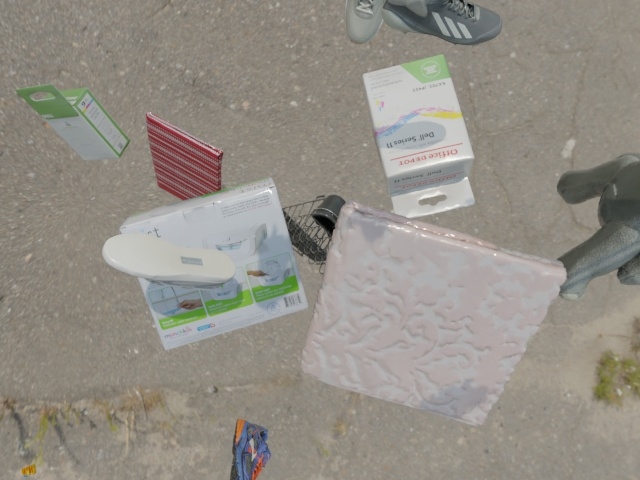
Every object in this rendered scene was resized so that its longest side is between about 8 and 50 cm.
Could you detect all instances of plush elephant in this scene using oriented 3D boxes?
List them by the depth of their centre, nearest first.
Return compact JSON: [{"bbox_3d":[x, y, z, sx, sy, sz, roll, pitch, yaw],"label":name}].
[{"bbox_3d":[0.591,-0.025,0.814,0.256,0.330,0.271,29,52,-16],"label":"plush elephant"}]

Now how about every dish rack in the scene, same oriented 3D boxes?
[{"bbox_3d":[0.000,0.000,1.044,0.208,0.272,0.074,47,58,-27],"label":"dish rack"}]

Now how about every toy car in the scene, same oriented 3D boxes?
[{"bbox_3d":[-0.654,0.566,1.149,0.041,0.060,0.122,-15,97,2],"label":"toy car"}]

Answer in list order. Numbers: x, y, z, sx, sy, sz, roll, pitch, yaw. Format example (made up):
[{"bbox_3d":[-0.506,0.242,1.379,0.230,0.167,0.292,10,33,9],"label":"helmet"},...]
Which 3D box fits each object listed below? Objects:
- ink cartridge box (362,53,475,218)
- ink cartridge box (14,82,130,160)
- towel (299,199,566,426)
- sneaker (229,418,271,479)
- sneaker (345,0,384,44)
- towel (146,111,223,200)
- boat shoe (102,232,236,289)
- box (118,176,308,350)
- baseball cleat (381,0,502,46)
[{"bbox_3d":[0.236,-0.243,1.181,0.207,0.119,0.353,-13,73,6],"label":"ink cartridge box"},{"bbox_3d":[-0.515,-0.262,1.045,0.209,0.109,0.062,61,38,-51],"label":"ink cartridge box"},{"bbox_3d":[0.146,0.123,0.744,0.317,0.053,0.331,15,123,3],"label":"towel"},{"bbox_3d":[-0.152,0.484,1.096,0.087,0.221,0.083,8,115,-10],"label":"sneaker"},{"bbox_3d":[0.108,-0.562,1.070,0.099,0.121,0.262,20,116,6],"label":"sneaker"},{"bbox_3d":[-0.318,-0.169,1.183,0.199,0.274,0.031,28,59,5],"label":"towel"},{"bbox_3d":[-0.208,0.036,0.676,0.184,0.063,0.066,7,51,-43],"label":"boat shoe"},{"bbox_3d":[-0.178,0.035,0.872,0.262,0.127,0.231,-17,106,-5],"label":"box"},{"bbox_3d":[0.205,-0.371,0.792,0.206,0.109,0.072,2,73,-5],"label":"baseball cleat"}]
